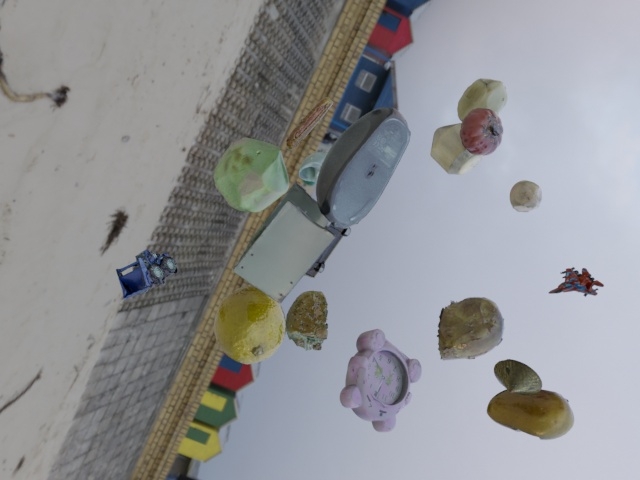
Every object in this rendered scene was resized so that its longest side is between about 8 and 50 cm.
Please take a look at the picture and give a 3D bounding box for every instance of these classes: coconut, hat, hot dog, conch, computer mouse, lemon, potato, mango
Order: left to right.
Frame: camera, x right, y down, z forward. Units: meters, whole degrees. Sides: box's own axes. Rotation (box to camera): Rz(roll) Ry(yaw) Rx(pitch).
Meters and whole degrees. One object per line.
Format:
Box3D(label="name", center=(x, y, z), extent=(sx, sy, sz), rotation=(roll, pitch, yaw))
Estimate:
Box3D(label="lemon", center=(-0.239, 0.285, 1.637), extent=(0.267, 0.268, 0.267), rotation=(-155, -90, -83))
Box3D(label="coconut", center=(-0.281, -0.286, 2.047), extent=(0.329, 0.281, 0.328), rotation=(-10, -107, 35))
Box3D(label="hot dog", center=(-0.051, -0.503, 2.062), extent=(0.285, 0.061, 0.088), rotation=(-49, -174, -11))
Box3D(label="conch", center=(-0.013, -0.337, 2.231), extent=(0.185, 0.120, 0.221), rotation=(-37, 153, 9))
Box3D(label="computer mouse", center=(0.117, -0.213, 1.396), extent=(0.373, 0.203, 0.114), rotation=(-56, -141, 1))
Box3D(label="coconut", center=(0.570, -0.395, 2.039), extent=(0.202, 0.221, 0.202), rotation=(-31, 160, -12))
Box3D(label="potato", center=(0.674, 0.394, 2.099), extent=(0.301, 0.238, 0.288), rotation=(-18, 108, -51))
Box3D(label="hat", center=(0.589, 0.439, 1.463), extent=(0.067, 0.146, 0.146), rotation=(-42, 170, -39))
Box3D(label="coconut", center=(0.702, -0.147, 1.647), extent=(0.124, 0.110, 0.110), rotation=(14, 103, -61))
Box3D(label="mango", center=(0.688, 0.565, 1.585), extent=(0.262, 0.129, 0.167), rotation=(0, -139, 36))

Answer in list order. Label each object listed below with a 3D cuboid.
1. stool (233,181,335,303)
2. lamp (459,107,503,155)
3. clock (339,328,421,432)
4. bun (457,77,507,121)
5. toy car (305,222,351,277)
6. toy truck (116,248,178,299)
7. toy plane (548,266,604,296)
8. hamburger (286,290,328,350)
Box3D(label="stool", center=(-0.097, 0.001, 1.415), extent=(0.269, 0.170, 0.243), rotation=(-50, -169, 17))
Box3D(label="lamp", center=(0.614, -0.411, 1.813), extent=(0.140, 0.182, 0.181), rotation=(-4, -120, 58))
Box3D(label="clock", center=(0.227, 0.538, 1.848), extent=(0.113, 0.296, 0.322), rotation=(-30, -156, 51))
Box3D(label="bun", center=(0.702, -0.590, 2.061), extent=(0.229, 0.145, 0.229), rotation=(-51, -150, 46))
Box3D(label="toy car", center=(0.000, 0.000, 1.670), extent=(0.256, 0.101, 0.124), rotation=(-55, -156, 17))
Box3D(label="toy truck", center=(-0.586, 0.105, 1.611), extent=(0.113, 0.126, 0.208), rotation=(-24, -166, 20))
Box3D(label="toy plane", center=(0.827, 0.144, 1.587), extent=(0.061, 0.130, 0.189), rotation=(-49, -178, -22))
Box3D(label="hamburger", center=(-0.063, 0.341, 2.053), extent=(0.167, 0.193, 0.287), rotation=(120, -22, -43))
